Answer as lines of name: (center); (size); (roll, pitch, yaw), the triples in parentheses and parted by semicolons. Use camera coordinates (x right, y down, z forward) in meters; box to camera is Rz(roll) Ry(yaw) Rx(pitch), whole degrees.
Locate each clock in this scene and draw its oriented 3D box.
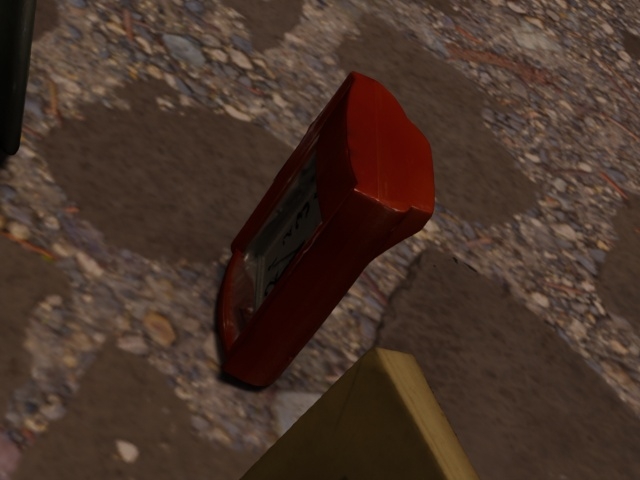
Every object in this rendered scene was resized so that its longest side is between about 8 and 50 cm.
clock: (0.000, 0.000, 1.034); (0.061, 0.155, 0.113); (26, 35, -19)

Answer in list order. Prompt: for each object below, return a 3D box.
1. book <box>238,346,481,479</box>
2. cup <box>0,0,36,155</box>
book: (-0.013, 0.174, 0.737); (0.026, 0.231, 0.161); (18, 34, -46)
cup: (-0.231, -0.155, 1.030); (0.150, 0.199, 0.199); (7, 39, -10)
